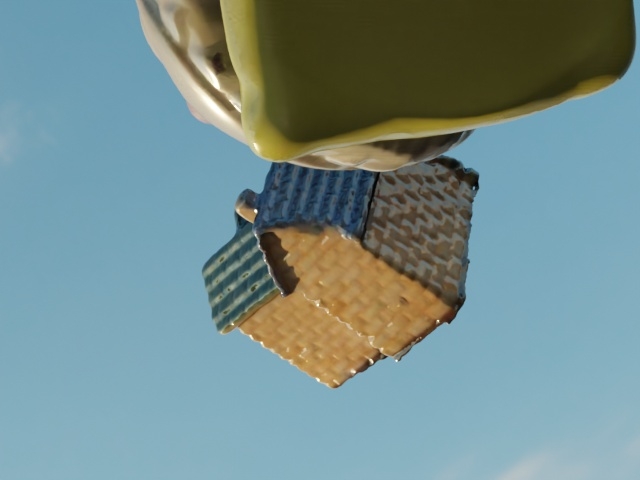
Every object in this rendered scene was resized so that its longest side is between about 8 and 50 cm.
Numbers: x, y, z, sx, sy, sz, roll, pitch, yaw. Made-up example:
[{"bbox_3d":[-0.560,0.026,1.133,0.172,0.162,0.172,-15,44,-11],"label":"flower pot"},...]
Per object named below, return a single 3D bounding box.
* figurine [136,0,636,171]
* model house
[{"bbox_3d":[-0.013,-0.233,0.837,0.266,0.377,0.361,3,-81,-28],"label":"figurine"},{"bbox_3d":[0.000,0.000,1.103,0.172,0.166,0.183,30,-48,-18],"label":"model house"}]
